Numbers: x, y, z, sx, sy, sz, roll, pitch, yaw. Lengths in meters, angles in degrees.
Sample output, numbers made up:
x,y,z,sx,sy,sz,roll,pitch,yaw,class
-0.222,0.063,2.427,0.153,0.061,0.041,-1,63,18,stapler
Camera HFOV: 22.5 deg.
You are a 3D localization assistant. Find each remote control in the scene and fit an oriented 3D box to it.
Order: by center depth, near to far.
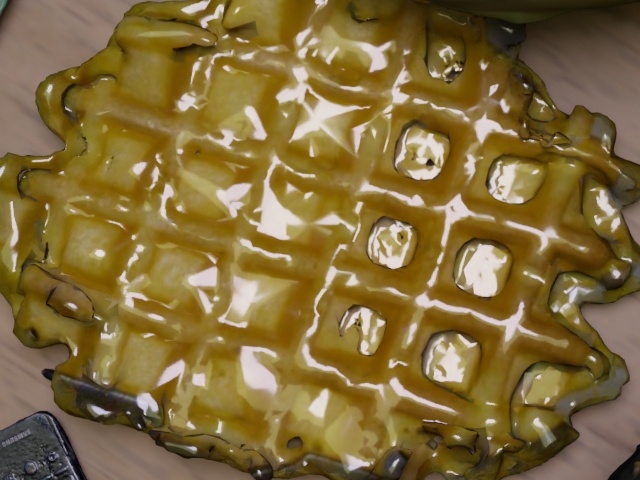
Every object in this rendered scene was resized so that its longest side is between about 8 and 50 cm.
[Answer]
x,y,z,sx,sy,sz,roll,pitch,yaw,class
-0.118,0.126,0.729,0.039,0.014,0.096,-26,86,4,remote control

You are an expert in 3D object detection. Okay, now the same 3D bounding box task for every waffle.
x,y,z,sx,sy,sz,roll,pitch,yaw,class
0.000,-0.001,0.700,0.281,0.060,0.262,-28,83,0,waffle

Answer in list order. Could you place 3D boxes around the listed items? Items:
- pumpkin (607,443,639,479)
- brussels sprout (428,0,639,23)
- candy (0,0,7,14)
x,y,z,sx,sy,sz,roll,pitch,yaw,class
0.243,0.185,0.574,0.328,0.257,0.291,3,94,11,pumpkin
0.115,-0.216,0.591,0.317,0.274,0.242,-26,89,48,brussels sprout
-0.139,-0.134,0.724,0.092,0.093,0.335,34,103,49,candy
